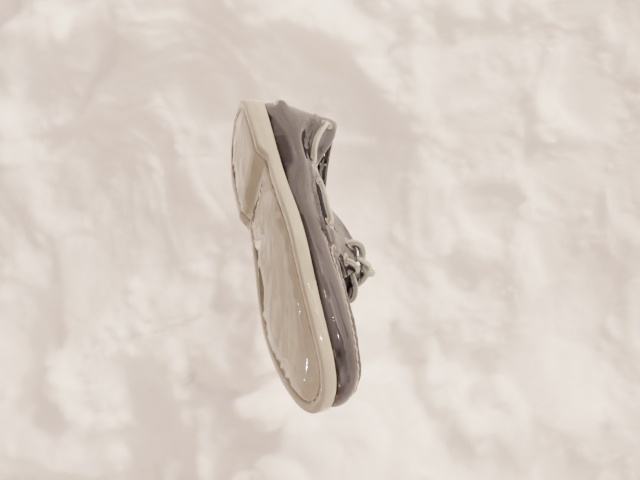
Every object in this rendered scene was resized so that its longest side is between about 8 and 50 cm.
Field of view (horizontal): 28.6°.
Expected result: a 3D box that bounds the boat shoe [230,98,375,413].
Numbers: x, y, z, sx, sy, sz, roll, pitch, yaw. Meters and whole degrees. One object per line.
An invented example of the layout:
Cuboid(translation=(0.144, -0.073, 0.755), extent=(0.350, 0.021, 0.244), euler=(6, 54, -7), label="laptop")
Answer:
Cuboid(translation=(0.000, 0.000, 0.656), extent=(0.206, 0.064, 0.075), euler=(-107, 25, -43), label="boat shoe")
